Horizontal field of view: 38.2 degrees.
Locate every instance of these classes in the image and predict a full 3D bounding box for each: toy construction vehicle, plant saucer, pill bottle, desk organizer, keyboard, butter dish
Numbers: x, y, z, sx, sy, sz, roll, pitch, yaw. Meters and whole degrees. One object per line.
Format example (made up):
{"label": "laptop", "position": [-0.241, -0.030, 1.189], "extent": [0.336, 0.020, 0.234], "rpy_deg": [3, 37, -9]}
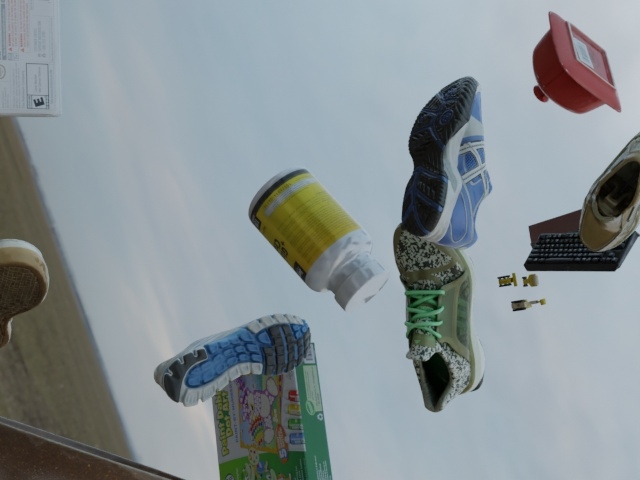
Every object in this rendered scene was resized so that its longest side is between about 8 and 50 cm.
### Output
{"label": "toy construction vehicle", "position": [0.451, 0.112, 2.062], "extent": [0.098, 0.035, 0.085], "rpy_deg": [-15, -96, 40]}
{"label": "plant saucer", "position": [-0.159, 0.147, 0.590], "extent": [0.198, 0.199, 0.036], "rpy_deg": [130, -20, -73]}
{"label": "pill bottle", "position": [0.000, 0.000, 1.172], "extent": [0.184, 0.103, 0.103], "rpy_deg": [48, -22, 19]}
{"label": "desk organizer", "position": [0.455, -0.016, 1.712], "extent": [0.047, 0.130, 0.050], "rpy_deg": [54, 27, -38]}
{"label": "keyboard", "position": [0.408, 0.005, 1.440], "extent": [0.180, 0.108, 0.023], "rpy_deg": [-1, -47, 53]}
{"label": "butter dish", "position": [0.409, -0.275, 1.547], "extent": [0.118, 0.160, 0.160], "rpy_deg": [-37, -143, 37]}

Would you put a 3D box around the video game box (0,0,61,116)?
{"label": "video game box", "position": [-0.403, -0.247, 1.082], "extent": [0.048, 0.187, 0.205], "rpy_deg": [-173, -98, -66]}

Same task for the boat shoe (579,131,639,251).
{"label": "boat shoe", "position": [0.327, -0.044, 1.037], "extent": [0.068, 0.072, 0.190], "rpy_deg": [37, -34, 22]}

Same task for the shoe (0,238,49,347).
{"label": "shoe", "position": [-0.282, 0.040, 0.778], "extent": [0.219, 0.077, 0.058], "rpy_deg": [-40, -123, 53]}

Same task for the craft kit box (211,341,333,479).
{"label": "craft kit box", "position": [-0.088, 0.315, 1.547], "extent": [0.247, 0.061, 0.249], "rpy_deg": [-27, -115, 48]}

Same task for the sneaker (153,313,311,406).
{"label": "sneaker", "position": [-0.101, 0.125, 1.040], "extent": [0.083, 0.191, 0.071], "rpy_deg": [1, -76, 60]}

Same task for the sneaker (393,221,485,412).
{"label": "sneaker", "position": [0.223, 0.160, 1.813], "extent": [0.158, 0.182, 0.410], "rpy_deg": [-7, -69, 29]}

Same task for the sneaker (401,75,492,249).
{"label": "sneaker", "position": [0.147, -0.085, 1.024], "extent": [0.080, 0.081, 0.211], "rpy_deg": [-14, -126, 51]}
